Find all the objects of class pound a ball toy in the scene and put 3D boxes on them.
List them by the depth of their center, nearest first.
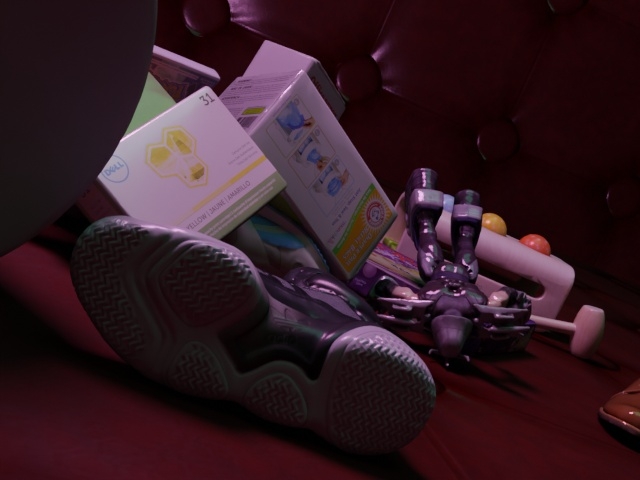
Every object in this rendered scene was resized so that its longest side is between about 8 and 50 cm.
[{"bbox_3d":[0.266,0.039,1.623,0.319,0.135,0.208,23,8,-11],"label":"pound a ball toy"}]

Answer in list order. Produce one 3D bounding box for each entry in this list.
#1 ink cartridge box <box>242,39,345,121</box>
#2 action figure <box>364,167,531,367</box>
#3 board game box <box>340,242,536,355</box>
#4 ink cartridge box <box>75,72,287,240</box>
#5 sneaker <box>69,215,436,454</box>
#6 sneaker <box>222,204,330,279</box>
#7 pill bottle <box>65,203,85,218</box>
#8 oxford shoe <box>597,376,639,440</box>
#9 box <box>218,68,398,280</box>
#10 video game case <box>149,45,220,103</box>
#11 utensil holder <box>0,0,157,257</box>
[{"bbox_3d":[-0.068,-0.139,1.452,0.087,0.208,0.153,27,-10,25],"label":"ink cartridge box"},{"bbox_3d":[0.146,0.042,1.228,0.185,0.099,0.285,13,38,-5],"label":"action figure"},{"bbox_3d":[0.093,0.049,1.407,0.347,0.056,0.208,28,5,26],"label":"board game box"},{"bbox_3d":[-0.161,-0.091,0.953,0.235,0.056,0.171,51,45,-3],"label":"ink cartridge box"},{"bbox_3d":[-0.052,0.057,0.777,0.269,0.101,0.153,28,6,-14],"label":"sneaker"},{"bbox_3d":[-0.086,0.001,1.080,0.229,0.092,0.087,41,-27,-23],"label":"sneaker"},{"bbox_3d":[-0.297,-0.180,1.072,0.318,0.176,0.176,49,12,7],"label":"pill bottle"},{"bbox_3d":[0.366,0.182,1.226,0.076,0.076,0.212,29,11,19],"label":"oxford shoe"},{"bbox_3d":[-0.029,-0.064,1.130,0.114,0.103,0.203,3,-42,48],"label":"box"},{"bbox_3d":[-0.251,-0.175,1.396,0.201,0.183,0.023,12,39,-56],"label":"video game case"},{"bbox_3d":[-0.345,-0.185,0.731,0.385,0.327,0.328,33,12,34],"label":"utensil holder"}]
